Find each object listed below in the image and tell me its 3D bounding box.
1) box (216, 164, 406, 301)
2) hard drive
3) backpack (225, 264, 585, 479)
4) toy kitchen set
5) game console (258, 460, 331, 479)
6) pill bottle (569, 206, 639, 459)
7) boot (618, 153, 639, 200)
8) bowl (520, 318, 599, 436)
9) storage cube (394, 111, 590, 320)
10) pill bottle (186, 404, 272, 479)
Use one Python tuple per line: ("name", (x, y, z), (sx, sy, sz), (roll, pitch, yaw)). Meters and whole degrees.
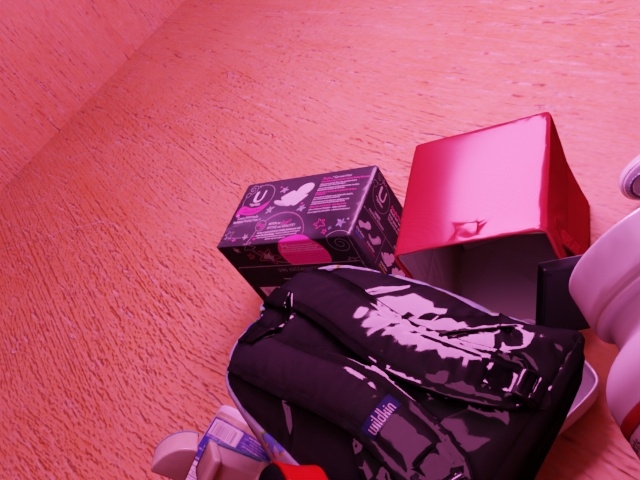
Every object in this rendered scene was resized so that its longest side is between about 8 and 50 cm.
("box", (0.000, 0.000, 1.123), (0.247, 0.163, 0.142), (-5, 47, 36))
("hard drive", (0.312, 0.057, 0.828), (0.135, 0.094, 0.022), (-10, 31, -5))
("backpack", (0.060, 0.171, 0.787), (0.355, 0.273, 0.290), (26, 70, 29))
("toy kitchen set", (-0.119, 0.327, 0.866), (0.122, 0.207, 0.166), (-161, 95, -81))
("game console", (-0.032, 0.418, 0.628), (0.060, 0.387, 0.342), (3, 44, -15))
("pill bottle", (0.370, 0.155, 0.546), (0.229, 0.229, 0.408), (-32, 56, 11))
("boot", (0.464, -0.086, 0.887), (0.189, 0.069, 0.086), (-23, 24, 20))
("bowl", (0.239, 0.175, 0.849), (0.142, 0.053, 0.142), (-41, 39, 1))
("storage cube", (0.225, -0.017, 0.939), (0.214, 0.184, 0.193), (-11, 47, 32))
("pill bottle", (-0.133, 0.324, 0.964), (0.112, 0.112, 0.187), (12, 62, 45))
